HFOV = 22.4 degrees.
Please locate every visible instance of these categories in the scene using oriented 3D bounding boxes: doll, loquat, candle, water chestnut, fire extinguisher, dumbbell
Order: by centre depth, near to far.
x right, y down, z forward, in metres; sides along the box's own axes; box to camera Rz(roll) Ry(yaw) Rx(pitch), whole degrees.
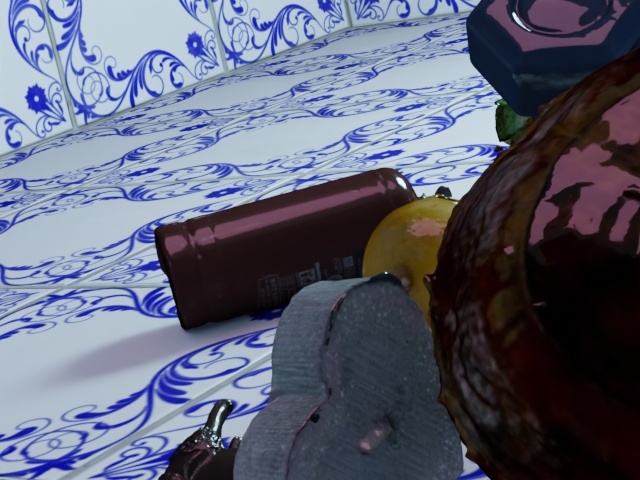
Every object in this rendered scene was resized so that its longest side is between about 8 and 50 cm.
[{"bbox_3d":[0.238,0.055,0.981,0.351,0.350,0.302,-9,-28,15],"label":"water chestnut"},{"bbox_3d":[0.028,0.127,1.099,0.068,0.192,0.168,1,-25,47],"label":"candle"},{"bbox_3d":[-0.064,0.176,1.161,0.139,0.057,0.165,2,24,38],"label":"doll"},{"bbox_3d":[0.215,-0.091,1.421,0.156,0.316,0.143,-3,49,8],"label":"dumbbell"},{"bbox_3d":[0.106,0.027,1.454,0.141,0.141,0.141,-12,13,3],"label":"loquat"},{"bbox_3d":[0.000,0.000,1.710,0.337,0.114,0.135,-15,-14,-10],"label":"fire extinguisher"}]

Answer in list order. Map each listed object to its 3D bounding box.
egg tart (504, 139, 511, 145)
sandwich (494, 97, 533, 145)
[{"bbox_3d":[0.383,-0.126,1.821,0.341,0.132,0.341,-11,13,3],"label":"egg tart"},{"bbox_3d":[0.296,-0.130,1.599,0.159,0.079,0.235,-6,9,45],"label":"sandwich"}]
